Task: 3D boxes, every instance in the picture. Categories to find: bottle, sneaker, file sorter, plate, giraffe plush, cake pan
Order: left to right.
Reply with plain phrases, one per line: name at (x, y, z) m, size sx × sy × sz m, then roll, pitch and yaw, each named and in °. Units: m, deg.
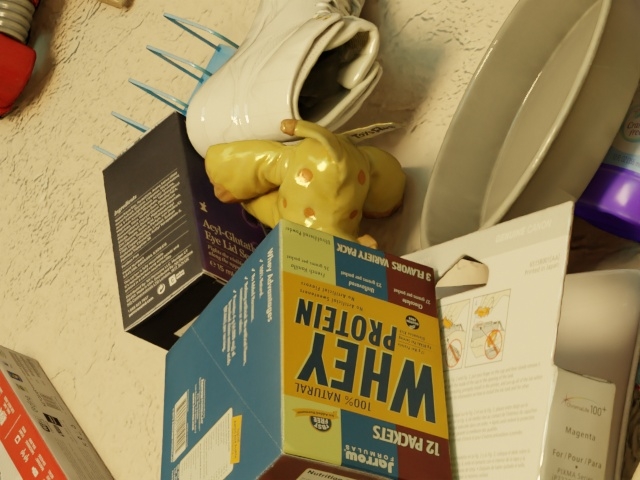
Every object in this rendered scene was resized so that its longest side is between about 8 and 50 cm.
file sorter at (-0.141, -0.137, 1.667) m, size 0.118 × 0.104 × 0.170 m, roll 26°, pitch 88°, yaw 49°
giraffe plush at (0.000, 0.000, 1.409) m, size 0.210 × 0.181 × 0.171 m, roll -20°, pitch 66°, yaw 58°
sneaker at (0.012, -0.191, 1.502) m, size 0.169 × 0.108 × 0.292 m, roll -6°, pitch 45°, yaw 46°
plate at (0.134, 0.167, 1.257) m, size 0.278 × 0.045 × 0.277 m, roll -7°, pitch 65°, yaw 44°
cake pan at (0.173, -0.103, 1.278) m, size 0.293 × 0.054 × 0.293 m, roll -60°, pitch 12°, yaw 22°
bottle at (0.287, -0.136, 1.236) m, size 0.118 × 0.092 × 0.283 m, roll 19°, pitch 82°, yaw 62°

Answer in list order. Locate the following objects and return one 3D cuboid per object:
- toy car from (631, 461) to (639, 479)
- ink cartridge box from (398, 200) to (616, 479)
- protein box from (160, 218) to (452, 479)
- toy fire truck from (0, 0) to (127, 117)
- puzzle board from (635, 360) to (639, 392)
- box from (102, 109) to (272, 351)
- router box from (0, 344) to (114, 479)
toy car at (0.317, 0.186, 1.001) m, size 0.238 × 0.210 × 0.219 m, roll 26°, pitch 102°, yaw 21°
ink cartridge box at (0.110, 0.116, 1.171) m, size 0.275 × 0.060 × 0.239 m, roll -20°, pitch 55°, yaw 60°
protein box at (-0.018, 0.133, 1.193) m, size 0.201 × 0.136 × 0.200 m, roll -48°, pitch 33°, yaw 43°
toy fire truck at (-0.359, -0.268, 1.952) m, size 0.246 × 0.158 × 0.217 m, roll -14°, pitch 58°, yaw 52°
puzzle board at (0.288, 0.078, 1.181) m, size 0.128 × 0.011 × 0.096 m, roll -49°, pitch 42°, yaw 12°
box at (-0.109, 0.006, 1.517) m, size 0.108 × 0.153 × 0.207 m, roll -36°, pitch 47°, yaw 26°
router box at (-0.348, 0.312, 1.641) m, size 0.301 × 0.082 × 0.335 m, roll -55°, pitch 41°, yaw 7°
